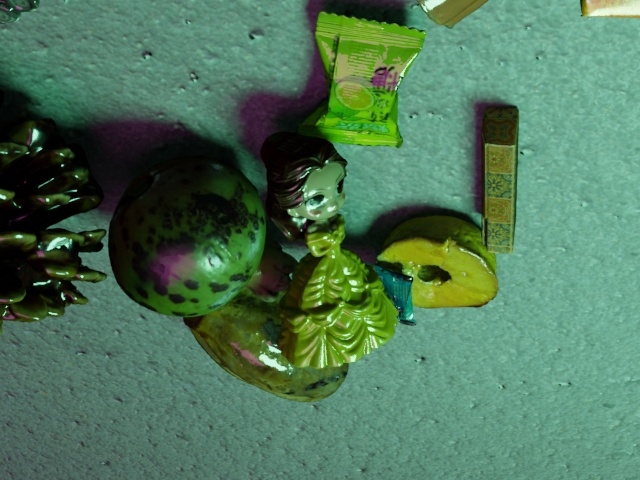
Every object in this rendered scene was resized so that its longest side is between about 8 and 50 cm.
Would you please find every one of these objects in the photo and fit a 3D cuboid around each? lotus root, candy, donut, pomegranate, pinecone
[{"bbox_3d":[-0.089,0.161,1.917,0.291,0.193,0.193,34,134,-26],"label":"lotus root"},{"bbox_3d":[0.049,-0.199,1.556,0.149,0.069,0.246,8,140,-1],"label":"candy"},{"bbox_3d":[0.180,0.030,1.786,0.190,0.074,0.174,-18,132,40],"label":"donut"},{"bbox_3d":[-0.179,0.017,1.737,0.242,0.242,0.306,-6,147,18],"label":"pomegranate"},{"bbox_3d":[-0.505,-0.036,1.661,0.398,0.397,0.397,6,139,5],"label":"pinecone"}]

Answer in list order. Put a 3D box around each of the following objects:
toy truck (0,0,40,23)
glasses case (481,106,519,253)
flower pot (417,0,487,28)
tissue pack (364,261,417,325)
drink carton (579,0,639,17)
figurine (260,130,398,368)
[{"bbox_3d":[-0.368,-0.355,1.407,0.135,0.114,0.270,32,147,-34],"label":"toy truck"},{"bbox_3d":[0.248,-0.081,1.644,0.049,0.075,0.218,4,140,12],"label":"glasses case"},{"bbox_3d":[0.164,-0.350,1.279,0.173,0.190,0.190,-28,127,23],"label":"flower pot"},{"bbox_3d":[0.106,0.087,1.810,0.085,0.028,0.138,14,143,19],"label":"tissue pack"},{"bbox_3d":[0.359,-0.400,1.201,0.155,0.111,0.351,2,135,1],"label":"drink carton"},{"bbox_3d":[0.002,0.002,1.654,0.187,0.168,0.315,-16,123,-9],"label":"figurine"}]
